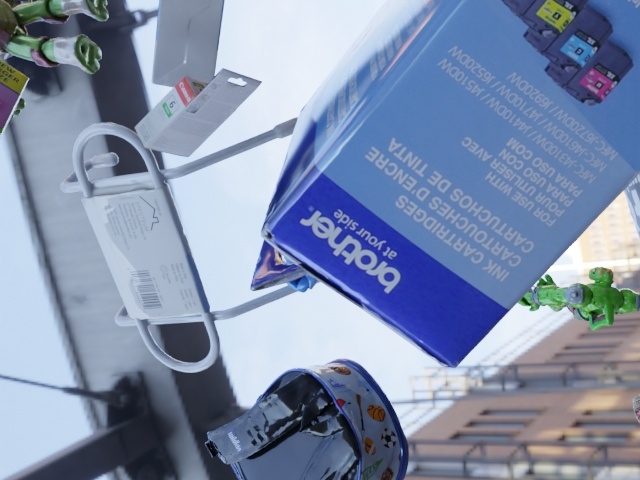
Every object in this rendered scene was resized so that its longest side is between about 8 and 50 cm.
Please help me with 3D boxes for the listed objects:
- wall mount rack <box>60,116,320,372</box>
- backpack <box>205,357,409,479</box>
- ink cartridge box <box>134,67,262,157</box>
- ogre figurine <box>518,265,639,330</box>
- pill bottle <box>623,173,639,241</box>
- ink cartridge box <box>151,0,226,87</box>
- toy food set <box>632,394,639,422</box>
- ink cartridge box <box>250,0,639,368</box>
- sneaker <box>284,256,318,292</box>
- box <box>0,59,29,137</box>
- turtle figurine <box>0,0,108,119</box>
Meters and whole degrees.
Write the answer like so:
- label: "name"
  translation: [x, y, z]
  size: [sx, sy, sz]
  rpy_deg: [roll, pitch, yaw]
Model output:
- label: "wall mount rack"
  translation: [-0.150, -0.013, 1.324]
  size: [0.130, 0.304, 0.350]
  rpy_deg: [-58, -43, -56]
- label: "backpack"
  translation: [0.007, 0.307, 1.529]
  size: [0.213, 0.263, 0.276]
  rpy_deg: [-15, -122, -41]
- label: "ink cartridge box"
  translation: [-0.117, -0.129, 1.012]
  size: [0.063, 0.115, 0.029]
  rpy_deg: [9, -135, -55]
- label: "ogre figurine"
  translation: [0.426, 0.094, 1.675]
  size: [0.197, 0.118, 0.097]
  rpy_deg: [27, -106, -19]
- label: "pill bottle"
  translation: [0.380, -0.072, 1.025]
  size: [0.176, 0.176, 0.318]
  rpy_deg: [-7, -102, -55]
- label: "ink cartridge box"
  translation: [-0.156, -0.301, 1.324]
  size: [0.231, 0.078, 0.134]
  rpy_deg: [-89, 10, -52]
- label: "toy food set"
  translation: [0.264, 0.098, 0.724]
  size: [0.078, 0.122, 0.019]
  rpy_deg: [37, -144, -21]
- label: "ink cartridge box"
  translation: [0.109, -0.105, 0.668]
  size: [0.151, 0.395, 0.270]
  rpy_deg: [35, -161, -9]
- label: "sneaker"
  translation: [0.000, 0.000, 1.315]
  size: [0.091, 0.126, 0.240]
  rpy_deg: [43, -176, 14]
- label: "box"
  translation: [-0.410, -0.115, 0.964]
  size: [0.213, 0.117, 0.243]
  rpy_deg: [33, -153, -20]
- label: "turtle figurine"
  translation: [-0.449, -0.295, 1.633]
  size: [0.198, 0.266, 0.274]
  rpy_deg: [-70, -29, -48]
